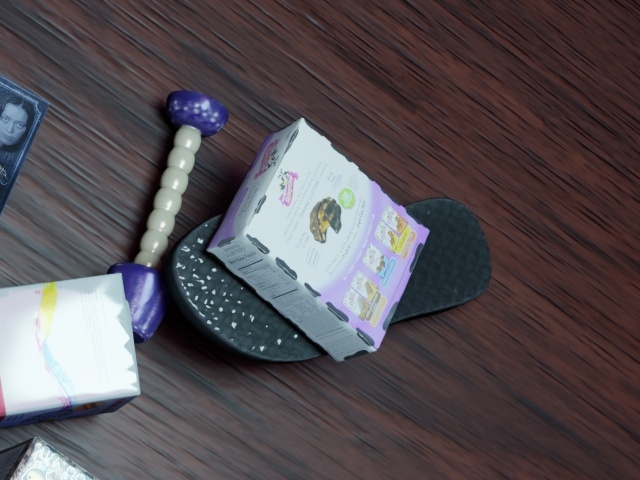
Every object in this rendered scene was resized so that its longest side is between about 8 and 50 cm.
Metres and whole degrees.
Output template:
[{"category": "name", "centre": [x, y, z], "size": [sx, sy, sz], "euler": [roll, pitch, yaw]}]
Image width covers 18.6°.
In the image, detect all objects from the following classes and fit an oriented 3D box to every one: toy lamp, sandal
[{"category": "toy lamp", "centre": [-0.165, -0.023, 2.066], "size": [0.080, 0.080, 0.274], "euler": [26, 66, -20]}, {"category": "sandal", "centre": [0.004, 0.049, 2.136], "size": [0.446, 0.107, 0.167], "euler": [-5, 78, -42]}]

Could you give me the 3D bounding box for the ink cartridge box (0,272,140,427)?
[{"category": "ink cartridge box", "centre": [-0.281, 0.113, 1.924], "size": [0.176, 0.128, 0.127], "euler": [-8, 80, -20]}]

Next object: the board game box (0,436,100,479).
[{"category": "board game box", "centre": [-0.316, 0.350, 1.796], "size": [0.141, 0.232, 0.291], "euler": [37, 63, -15]}]

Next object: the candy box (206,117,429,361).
[{"category": "candy box", "centre": [0.000, 0.000, 2.028], "size": [0.196, 0.070, 0.165], "euler": [41, 53, -21]}]

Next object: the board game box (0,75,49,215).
[{"category": "board game box", "centre": [-0.401, -0.118, 1.883], "size": [0.243, 0.042, 0.165], "euler": [29, 63, -20]}]
